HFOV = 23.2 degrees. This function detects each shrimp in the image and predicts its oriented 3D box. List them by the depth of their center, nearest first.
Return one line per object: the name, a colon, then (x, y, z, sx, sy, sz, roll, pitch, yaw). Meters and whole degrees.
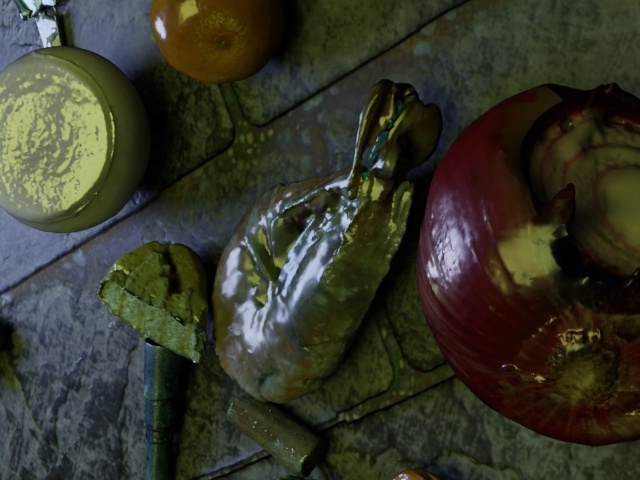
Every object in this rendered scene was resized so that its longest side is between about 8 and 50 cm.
shrimp: (0.000, 0.000, 1.763, 0.221, 0.110, 0.445, 55, 127, 29)

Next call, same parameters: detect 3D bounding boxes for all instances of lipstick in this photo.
lipstick: (-0.205, 0.237, 1.966, 0.053, 0.053, 0.234, 16, 106, 35)

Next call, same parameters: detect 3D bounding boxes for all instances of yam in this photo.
yam: (-0.052, 0.228, 1.848, 0.132, 0.054, 0.054, 32, 113, 32)

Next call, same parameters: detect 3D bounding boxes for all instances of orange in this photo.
orange: (-0.119, -0.257, 1.788, 0.154, 0.155, 0.134, -63, 26, 24)

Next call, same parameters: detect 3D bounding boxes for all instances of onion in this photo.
onion: (0.250, 0.040, 1.434, 0.341, 0.341, 0.341, 5, 98, 37)

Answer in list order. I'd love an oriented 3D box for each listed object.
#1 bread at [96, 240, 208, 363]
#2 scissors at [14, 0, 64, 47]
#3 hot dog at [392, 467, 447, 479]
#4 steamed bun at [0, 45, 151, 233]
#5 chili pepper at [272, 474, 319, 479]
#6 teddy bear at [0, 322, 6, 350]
bread: (-0.180, 0.065, 1.900, 0.156, 0.110, 0.103, 34, 144, 5)
scissors: (-0.358, -0.287, 2.036, 0.191, 0.029, 0.360, -14, 86, 36)
hot dog: (0.170, 0.337, 1.682, 0.249, 0.068, 0.100, 34, 104, 27)
steamed bun: (-0.310, -0.125, 1.944, 0.232, 0.145, 0.232, 0, 91, 22)
chili pepper: (-0.070, 0.372, 1.871, 0.100, 0.074, 0.257, 40, 122, 24)
teddy bear: (-0.506, 0.154, 2.168, 0.160, 0.078, 0.119, -34, 71, 36)
